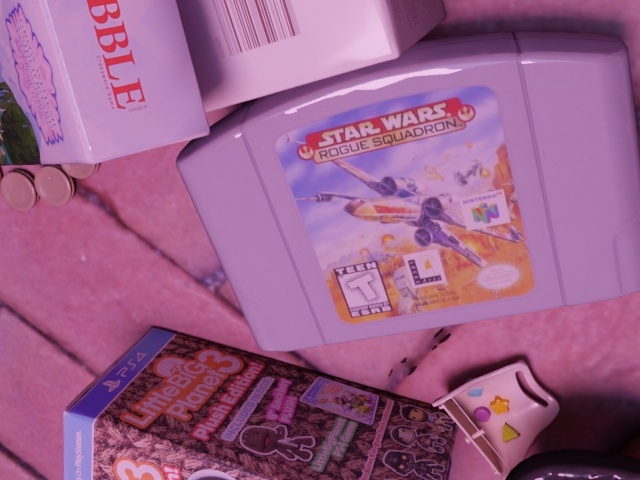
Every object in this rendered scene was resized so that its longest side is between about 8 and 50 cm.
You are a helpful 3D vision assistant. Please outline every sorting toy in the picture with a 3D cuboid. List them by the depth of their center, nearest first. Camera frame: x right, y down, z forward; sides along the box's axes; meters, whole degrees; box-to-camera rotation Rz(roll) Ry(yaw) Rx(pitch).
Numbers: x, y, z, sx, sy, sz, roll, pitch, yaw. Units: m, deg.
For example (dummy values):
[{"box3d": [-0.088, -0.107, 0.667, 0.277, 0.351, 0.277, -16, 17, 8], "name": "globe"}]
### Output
[{"box3d": [0.143, 0.133, 0.587, 0.075, 0.045, 0.083, -37, 96, 19], "name": "sorting toy"}]

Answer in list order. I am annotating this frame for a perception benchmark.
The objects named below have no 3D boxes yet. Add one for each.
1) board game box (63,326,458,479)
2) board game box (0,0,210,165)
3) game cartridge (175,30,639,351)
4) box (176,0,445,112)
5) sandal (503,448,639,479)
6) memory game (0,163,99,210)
[{"box3d": [-0.054, 0.238, 0.634, 0.290, 0.141, 0.232, 13, 114, 12], "name": "board game box"}, {"box3d": [-0.194, -0.203, 0.438, 0.318, 0.065, 0.319, 7, 114, 58], "name": "board game box"}, {"box3d": [0.060, -0.029, 0.507, 0.297, 0.062, 0.198, -12, 124, 16], "name": "game cartridge"}, {"box3d": [-0.008, -0.150, 0.449, 0.130, 0.170, 0.091, -12, 108, 22], "name": "box"}, {"box3d": [0.322, 0.262, 0.557, 0.445, 0.107, 0.168, 24, 116, -7], "name": "sandal"}, {"box3d": [-0.266, -0.113, 0.637, 0.186, 0.012, 0.186, 6, 113, 15], "name": "memory game"}]
